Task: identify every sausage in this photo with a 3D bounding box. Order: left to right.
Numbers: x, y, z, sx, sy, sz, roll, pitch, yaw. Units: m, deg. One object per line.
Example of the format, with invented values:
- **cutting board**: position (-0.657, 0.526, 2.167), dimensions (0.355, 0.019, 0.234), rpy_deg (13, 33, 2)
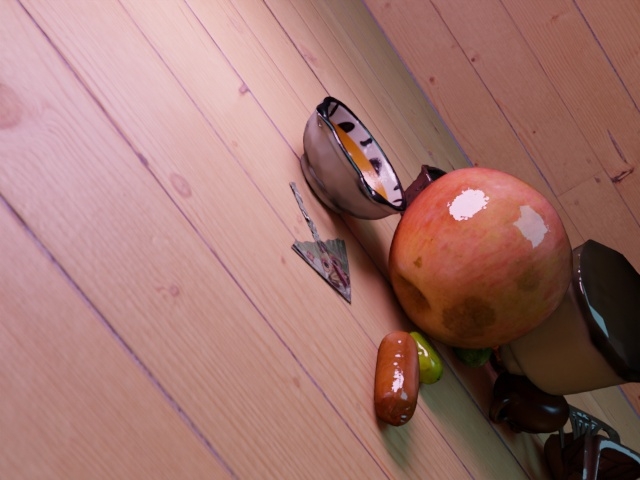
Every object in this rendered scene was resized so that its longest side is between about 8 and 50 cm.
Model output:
- **sausage**: position (0.124, 0.220, 1.102), dimensions (0.076, 0.076, 0.197), rpy_deg (52, 24, -16)
- **sausage**: position (0.636, 0.604, 1.632), dimensions (0.121, 0.121, 0.304), rpy_deg (32, 32, -48)

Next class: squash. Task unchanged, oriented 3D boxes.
- **squash**: position (0.336, 0.155, 1.619), dimensions (0.101, 0.101, 0.379), rpy_deg (44, 24, -31)

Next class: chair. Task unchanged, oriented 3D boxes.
- **chair**: position (0.627, 0.482, 1.525), dimensions (0.175, 0.183, 0.326), rpy_deg (26, 48, -1)

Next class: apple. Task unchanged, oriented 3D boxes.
- **apple**: position (0.305, 0.045, 1.357), dimensions (0.364, 0.364, 0.364), rpy_deg (46, 24, -28)

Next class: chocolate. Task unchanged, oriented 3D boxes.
- **chocolate**: position (0.566, 0.194, 1.538), dimensions (0.326, 0.297, 0.314), rpy_deg (14, 56, -33)

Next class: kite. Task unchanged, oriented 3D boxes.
- **kite**: position (-0.001, 0.001, 1.213), dimensions (0.250, 0.012, 0.229), rpy_deg (62, 21, 13)

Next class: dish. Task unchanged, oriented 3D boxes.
- **dish**: position (0.048, -0.143, 1.359), dimensions (0.303, 0.120, 0.303), rpy_deg (45, 24, -26)

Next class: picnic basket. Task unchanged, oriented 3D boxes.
- **picnic basket**: position (0.310, -0.082, 1.837), dimensions (0.222, 0.129, 0.297), rpy_deg (60, 21, 10)

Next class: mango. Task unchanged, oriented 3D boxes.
- **mango**: position (0.190, 0.218, 1.270), dimensions (0.073, 0.056, 0.108), rpy_deg (38, 26, -53)

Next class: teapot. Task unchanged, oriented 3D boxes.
- **teapot**: position (0.465, 0.388, 1.567), dimensions (0.252, 0.135, 0.178), rpy_deg (6, 18, -42)

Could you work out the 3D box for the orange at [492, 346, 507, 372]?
- **orange**: position (0.517, 0.250, 1.777), dimensions (0.234, 0.182, 0.234), rpy_deg (50, 6, -7)
